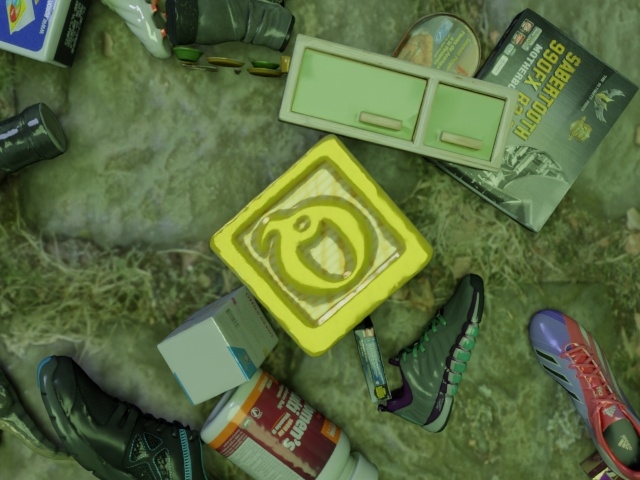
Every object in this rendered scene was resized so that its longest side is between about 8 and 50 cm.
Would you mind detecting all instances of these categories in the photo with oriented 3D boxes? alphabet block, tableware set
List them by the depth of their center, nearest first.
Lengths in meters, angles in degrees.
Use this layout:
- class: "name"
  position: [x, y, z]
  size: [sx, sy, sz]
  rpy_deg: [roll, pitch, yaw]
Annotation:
- class: "alphabet block"
  position: [0.000, 0.000, 0.958]
  size: [0.193, 0.197, 0.192]
  rpy_deg: [-43, 96, 3]
- class: "tableware set"
  position: [-0.106, -0.228, 0.979]
  size: [0.154, 0.104, 0.024]
  rpy_deg: [6, 94, -3]

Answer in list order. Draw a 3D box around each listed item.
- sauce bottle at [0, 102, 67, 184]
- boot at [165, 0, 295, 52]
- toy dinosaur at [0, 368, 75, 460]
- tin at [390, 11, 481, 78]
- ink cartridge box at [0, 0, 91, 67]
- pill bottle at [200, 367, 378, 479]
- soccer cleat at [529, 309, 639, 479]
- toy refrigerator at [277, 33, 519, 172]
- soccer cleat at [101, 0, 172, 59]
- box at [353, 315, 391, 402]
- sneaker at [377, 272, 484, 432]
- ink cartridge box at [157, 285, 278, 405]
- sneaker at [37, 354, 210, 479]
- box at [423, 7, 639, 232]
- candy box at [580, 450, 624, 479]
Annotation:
- class: "sauce bottle"
  position: [-0.495, -0.079, 0.986]
  size: [0.344, 0.111, 0.112]
  rpy_deg: [-22, 96, -1]
- class: "boot"
  position: [-0.119, -0.354, 0.986]
  size: [0.161, 0.083, 0.247]
  rpy_deg: [-4, 81, -21]
- class: "toy dinosaur"
  position: [-0.449, 0.232, 1.043]
  size: [0.118, 0.064, 0.268]
  rpy_deg: [-38, 99, -4]
- class: "tin"
  position: [0.133, -0.208, 1.021]
  size: [0.106, 0.040, 0.190]
  rpy_deg: [35, 94, 0]
- class: "ink cartridge box"
  position: [-0.408, -0.401, 0.962]
  size: [0.307, 0.072, 0.304]
  rpy_deg: [20, 96, 15]
- class: "pill bottle"
  position: [-0.039, 0.275, 1.023]
  size: [0.221, 0.121, 0.121]
  rpy_deg: [38, 94, -5]
- class: "soccer cleat"
  position: [0.361, 0.199, 1.018]
  size: [0.083, 0.095, 0.248]
  rpy_deg: [-28, 79, 2]
- class: "toy refrigerator"
  position: [0.090, -0.162, 0.932]
  size: [0.269, 0.094, 0.102]
  rpy_deg: [13, 96, -6]
- class: "soccer cleat"
  position: [-0.252, -0.313, 0.991]
  size: [0.076, 0.068, 0.196]
  rpy_deg: [-27, 90, 9]
- class: "box"
  position: [0.063, 0.144, 1.004]
  size: [0.027, 0.137, 0.094]
  rpy_deg: [-13, 97, 1]
- class: "sneaker"
  position: [0.148, 0.144, 1.036]
  size: [0.098, 0.083, 0.224]
  rpy_deg: [17, 96, 2]
- class: "ink cartridge box"
  position: [-0.126, 0.130, 1.004]
  size: [0.089, 0.143, 0.092]
  rpy_deg: [-28, 96, 19]
- class: "sneaker"
  position: [-0.239, 0.272, 1.034]
  size: [0.139, 0.125, 0.341]
  rpy_deg: [-38, 103, -10]
- class: "box"
  position: [0.272, -0.155, 1.019]
  size: [0.183, 0.056, 0.231]
  rpy_deg: [35, 94, -4]
- class: "candy box"
  position: [0.466, 0.356, 1.078]
  size: [0.109, 0.053, 0.187]
  rpy_deg: [-40, 96, 3]
